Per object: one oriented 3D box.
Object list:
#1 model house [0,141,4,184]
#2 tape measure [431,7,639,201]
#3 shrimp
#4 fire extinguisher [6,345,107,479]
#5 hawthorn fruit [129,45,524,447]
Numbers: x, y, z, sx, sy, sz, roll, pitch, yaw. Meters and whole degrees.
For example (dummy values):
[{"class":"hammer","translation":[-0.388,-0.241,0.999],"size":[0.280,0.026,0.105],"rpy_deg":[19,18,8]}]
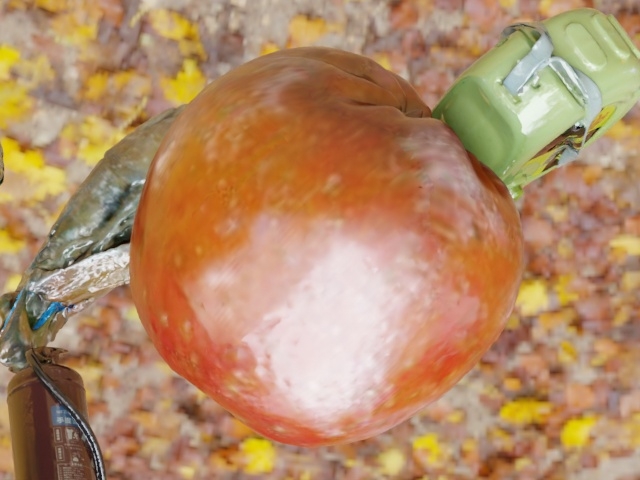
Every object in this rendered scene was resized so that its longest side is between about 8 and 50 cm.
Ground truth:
[{"class":"model house","translation":[-0.520,-0.069,1.501],"size":[0.329,0.295,0.252],"rpy_deg":[-35,139,8]},{"class":"tape measure","translation":[0.157,-0.104,1.137],"size":[0.106,0.175,0.200],"rpy_deg":[54,147,14]},{"class":"shrimp","translation":[-0.263,0.000,1.972],"size":[0.221,0.446,0.110],"rpy_deg":[35,169,35]},{"class":"fire extinguisher","translation":[-0.305,0.262,1.768],"size":[0.105,0.341,0.141],"rpy_deg":[-16,148,6]},{"class":"hawthorn fruit","translation":[0.000,0.000,1.044],"size":[0.284,0.284,0.284],"rpy_deg":[3,136,3]}]
